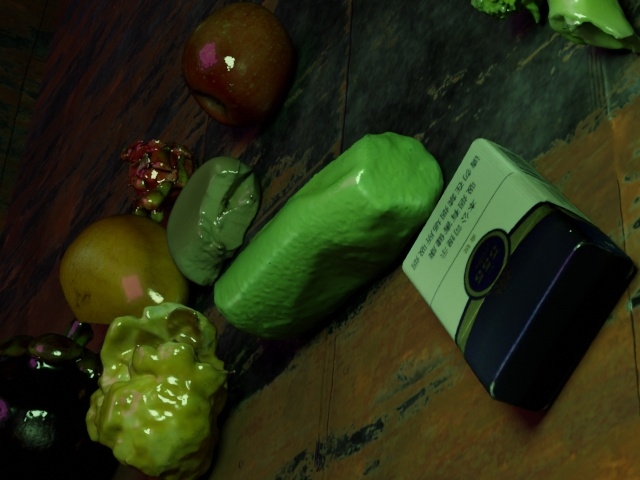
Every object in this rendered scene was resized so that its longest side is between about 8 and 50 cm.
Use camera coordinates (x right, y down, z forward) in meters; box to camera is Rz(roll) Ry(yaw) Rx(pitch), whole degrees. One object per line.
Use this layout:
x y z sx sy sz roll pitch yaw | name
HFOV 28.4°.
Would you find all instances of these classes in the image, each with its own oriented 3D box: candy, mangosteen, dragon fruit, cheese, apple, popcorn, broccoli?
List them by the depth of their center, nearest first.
0.184 -0.312 1.279 0.254 0.186 0.302 164 98 -86 | broccoli
0.000 0.000 1.506 0.343 0.142 0.132 -42 26 44 | candy
-0.213 0.215 1.730 0.190 0.191 0.253 51 -120 -78 | popcorn
-0.165 -0.045 1.958 0.202 0.091 0.175 -55 28 28 | cheese
-0.127 -0.273 1.982 0.168 0.181 0.181 -50 17 -22 | apple
-0.438 0.275 2.065 0.287 0.233 0.287 -15 40 13 | mangosteen
-0.281 -0.108 2.201 0.207 0.133 0.150 -91 -8 -46 | dragon fruit

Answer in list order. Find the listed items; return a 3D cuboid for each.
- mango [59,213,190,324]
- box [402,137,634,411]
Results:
-0.315 0.064 2.072 0.350 0.201 0.199 19 128 62 | mango
0.176 0.025 1.187 0.168 0.071 0.259 -61 23 15 | box
